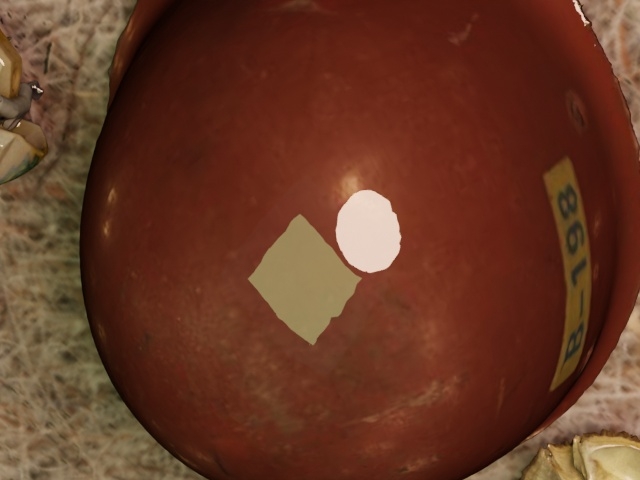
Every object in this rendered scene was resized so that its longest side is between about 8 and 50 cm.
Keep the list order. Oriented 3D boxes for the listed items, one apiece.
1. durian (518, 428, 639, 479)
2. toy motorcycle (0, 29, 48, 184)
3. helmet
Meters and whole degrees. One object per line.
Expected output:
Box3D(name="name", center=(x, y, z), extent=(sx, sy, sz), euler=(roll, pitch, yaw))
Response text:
Box3D(name="durian", center=(0.184, 0.176, 1.178), extent=(0.140, 0.071, 0.110), euler=(45, 109, 15))
Box3D(name="toy motorcycle", center=(-0.213, -0.127, 1.182), extent=(0.130, 0.094, 0.229), euler=(16, 100, 5))
Box3D(name="helmet", center=(0.000, 0.000, 1.087), extent=(0.338, 0.230, 0.384), euler=(6, 112, 15))
